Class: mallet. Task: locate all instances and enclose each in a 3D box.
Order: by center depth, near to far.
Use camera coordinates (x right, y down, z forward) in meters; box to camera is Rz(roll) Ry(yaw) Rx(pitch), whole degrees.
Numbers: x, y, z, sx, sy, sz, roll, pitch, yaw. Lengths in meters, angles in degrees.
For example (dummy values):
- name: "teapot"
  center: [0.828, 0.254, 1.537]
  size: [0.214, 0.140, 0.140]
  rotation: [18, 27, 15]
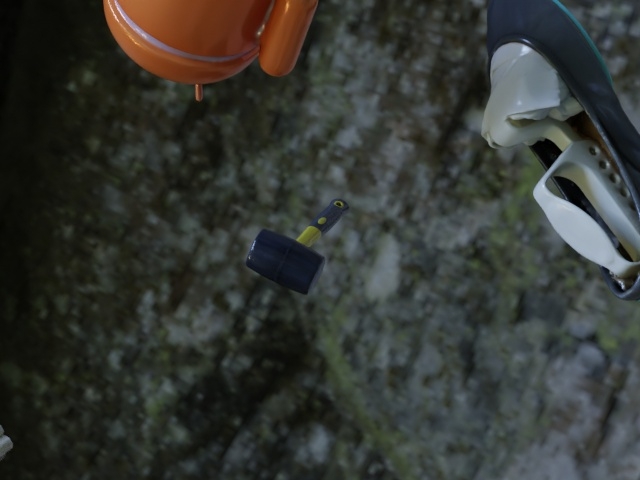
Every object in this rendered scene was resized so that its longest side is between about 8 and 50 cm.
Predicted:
- name: "mallet"
  center: [0.000, 0.000, 1.407]
  size: [0.190, 0.062, 0.039]
  rotation: [-31, -32, -63]

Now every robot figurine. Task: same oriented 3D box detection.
- name: "robot figurine"
  center: [-0.079, -0.198, 1.125]
  size: [0.158, 0.128, 0.219]
  rotation: [16, -41, -13]

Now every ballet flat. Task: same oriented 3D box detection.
- name: "ballet flat"
  center: [0.185, -0.074, 1.192]
  size: [0.096, 0.280, 0.095]
  rotation: [-22, -20, -32]

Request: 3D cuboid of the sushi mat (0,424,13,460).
- name: "sushi mat"
  center: [-0.248, 0.102, 0.479]
  size: [0.316, 0.151, 0.019]
  rotation: [-35, -40, -53]
